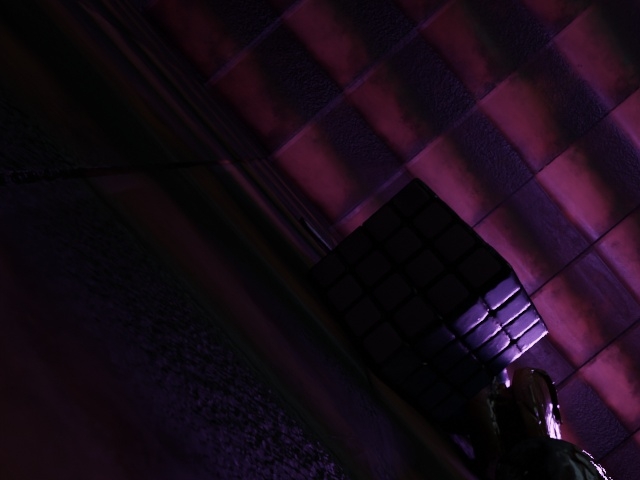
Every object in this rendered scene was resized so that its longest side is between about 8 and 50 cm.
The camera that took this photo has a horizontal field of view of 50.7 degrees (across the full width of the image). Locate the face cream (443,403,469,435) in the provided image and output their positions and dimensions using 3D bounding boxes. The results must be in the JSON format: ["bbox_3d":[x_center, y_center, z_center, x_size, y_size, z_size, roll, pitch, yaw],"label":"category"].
[{"bbox_3d":[0.338,0.422,1.704,0.264,0.083,0.149,44,20,-54],"label":"face cream"}]

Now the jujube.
[{"bbox_3d":[0.500,0.547,1.354,0.308,0.215,0.246,49,5,-19],"label":"jujube"}]

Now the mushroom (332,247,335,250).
[{"bbox_3d":[0.148,0.063,2.196,0.234,0.260,0.254,13,17,-2],"label":"mushroom"}]

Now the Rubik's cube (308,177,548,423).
[{"bbox_3d":[0.238,0.135,1.498,0.344,0.337,0.344,43,7,-47],"label":"Rubik's cube"}]

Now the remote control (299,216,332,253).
[{"bbox_3d":[0.000,0.000,2.379,0.212,0.028,0.059,49,0,-13],"label":"remote control"}]

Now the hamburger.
[{"bbox_3d":[0.482,0.446,1.631,0.318,0.195,0.277,45,31,-41],"label":"hamburger"}]

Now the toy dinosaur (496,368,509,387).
[{"bbox_3d":[0.627,0.543,2.328,0.331,0.383,0.129,37,29,11],"label":"toy dinosaur"}]
